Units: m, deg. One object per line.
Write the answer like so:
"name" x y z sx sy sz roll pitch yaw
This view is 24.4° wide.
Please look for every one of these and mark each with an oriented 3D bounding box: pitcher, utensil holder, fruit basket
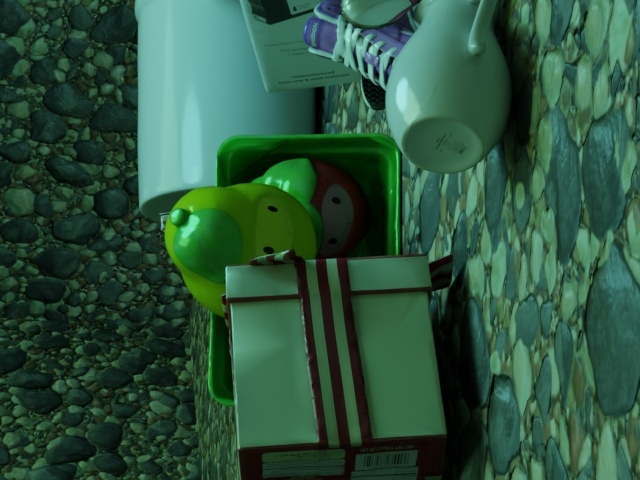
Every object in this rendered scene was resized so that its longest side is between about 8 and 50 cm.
"pitcher" 0.140 -0.185 1.477 0.178 0.125 0.207 116 168 -51
"utensil holder" -0.160 -0.238 2.573 0.327 0.327 0.386 128 142 -72
"fruit basket" -0.039 0.027 1.882 0.392 0.282 0.392 -1 -90 -86

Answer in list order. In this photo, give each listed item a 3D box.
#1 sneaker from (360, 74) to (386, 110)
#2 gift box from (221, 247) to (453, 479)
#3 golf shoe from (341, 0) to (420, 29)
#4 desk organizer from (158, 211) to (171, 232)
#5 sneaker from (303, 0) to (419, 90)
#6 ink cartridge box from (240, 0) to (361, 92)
"sneaker" 0.083 -0.242 2.000 0.075 0.057 0.161 74 -166 -69
"gift box" 0.024 0.146 1.625 0.276 0.255 0.258 98 168 -54
"golf shoe" 0.101 -0.290 1.568 0.067 0.186 0.086 54 161 6
"desk organizer" -0.163 0.003 1.952 0.130 0.047 0.050 35 -130 -63
"sneaker" 0.062 -0.219 1.786 0.282 0.161 0.102 -110 28 -63
"ink cartridge box" -0.040 -0.447 2.082 0.395 0.166 0.286 75 -170 -54
